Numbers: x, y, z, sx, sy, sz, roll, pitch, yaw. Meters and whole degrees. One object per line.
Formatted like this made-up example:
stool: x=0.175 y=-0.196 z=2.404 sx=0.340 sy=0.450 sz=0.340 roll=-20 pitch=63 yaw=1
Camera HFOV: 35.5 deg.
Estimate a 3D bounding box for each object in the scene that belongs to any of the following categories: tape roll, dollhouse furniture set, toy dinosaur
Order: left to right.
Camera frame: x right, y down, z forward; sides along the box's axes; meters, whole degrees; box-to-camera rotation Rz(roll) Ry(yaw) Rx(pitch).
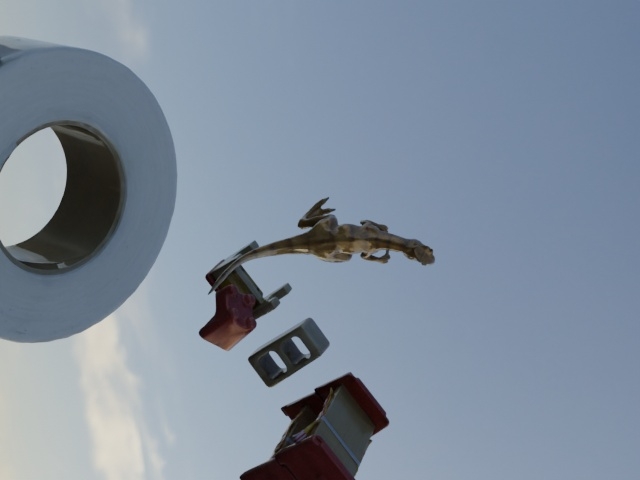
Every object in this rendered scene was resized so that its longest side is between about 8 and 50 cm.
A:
tape roll: x=-0.275 y=-0.051 z=0.959 sx=0.100 sy=0.286 sz=0.286 roll=18 pitch=-67 yaw=39
dollhouse furniture set: x=-0.077 y=0.215 z=1.500 sx=0.152 sy=0.201 sz=0.374 roll=-34 pitch=-83 yaw=28
toy dinosaur: x=0.000 y=0.000 z=0.945 sx=0.112 sy=0.211 sz=0.064 roll=-101 pitch=-174 yaw=-78
